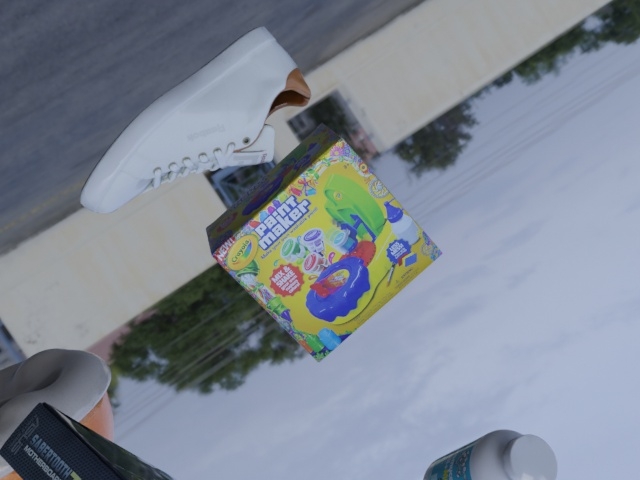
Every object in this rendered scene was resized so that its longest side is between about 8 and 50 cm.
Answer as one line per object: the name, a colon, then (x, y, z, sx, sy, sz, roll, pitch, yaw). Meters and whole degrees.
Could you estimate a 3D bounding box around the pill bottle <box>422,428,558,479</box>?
pill bottle: (0.297, 0.417, 1.446, 0.146, 0.146, 0.264, -36, 171, -36)

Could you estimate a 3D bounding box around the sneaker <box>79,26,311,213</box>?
sneaker: (-0.125, -0.109, 0.908, 0.290, 0.123, 0.106, -43, -179, -17)

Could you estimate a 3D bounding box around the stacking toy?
stacking toy: (-0.347, 0.414, 1.077, 0.351, 0.479, 0.350, -23, -166, 6)

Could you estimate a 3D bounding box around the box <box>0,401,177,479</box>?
box: (-0.145, 0.245, 0.720, 0.059, 0.183, 0.232, -52, 144, -12)

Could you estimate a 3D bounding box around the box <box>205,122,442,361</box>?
box: (0.000, 0.000, 1.460, 0.290, 0.279, 0.177, -43, -161, 3)
